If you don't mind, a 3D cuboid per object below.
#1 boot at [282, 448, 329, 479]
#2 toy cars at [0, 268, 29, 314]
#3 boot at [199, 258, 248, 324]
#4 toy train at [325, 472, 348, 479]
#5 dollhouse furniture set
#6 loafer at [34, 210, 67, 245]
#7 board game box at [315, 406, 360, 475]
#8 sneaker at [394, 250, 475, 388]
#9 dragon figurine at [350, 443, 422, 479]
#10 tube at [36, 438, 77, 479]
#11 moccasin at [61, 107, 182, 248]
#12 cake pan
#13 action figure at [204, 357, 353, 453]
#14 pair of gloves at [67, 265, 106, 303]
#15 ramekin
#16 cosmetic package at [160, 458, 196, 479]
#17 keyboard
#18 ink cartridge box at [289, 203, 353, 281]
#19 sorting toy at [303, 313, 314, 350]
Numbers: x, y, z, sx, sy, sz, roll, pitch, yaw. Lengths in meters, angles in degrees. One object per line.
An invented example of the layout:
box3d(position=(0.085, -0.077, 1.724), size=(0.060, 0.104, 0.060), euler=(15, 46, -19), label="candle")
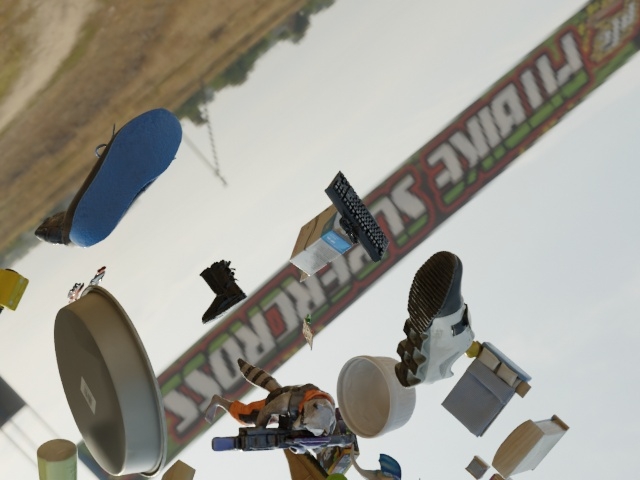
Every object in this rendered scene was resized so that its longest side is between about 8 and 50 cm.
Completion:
box3d(position=(-0.105, 0.663, 2.441), size=(0.269, 0.089, 0.236), euler=(-48, -141, -1), label="boot")
box3d(position=(-0.785, 0.022, 2.108), size=(0.176, 0.087, 0.394), euler=(-34, -124, -7), label="toy cars")
box3d(position=(-0.217, 0.105, 1.974), size=(0.121, 0.099, 0.045), euler=(-35, 172, 13), label="boot")
box3d(position=(0.035, 0.512, 1.903), size=(0.248, 0.105, 0.143), euler=(-33, 143, -32), label="toy train")
box3d(position=(0.362, 0.419, 2.206), size=(0.286, 0.303, 0.198), euler=(-54, 151, 13), label="dollhouse furniture set")
box3d(position=(-0.670, -0.041, 2.449), size=(0.223, 0.078, 0.076), euler=(-88, -172, -77), label="loafer")
box3d(position=(0.040, 0.544, 2.511), size=(0.141, 0.048, 0.170), euler=(-103, -149, -42), label="board game box")
box3d(position=(0.262, 0.160, 2.000), size=(0.122, 0.146, 0.331), euler=(-120, -145, -49), label="sneaker")
box3d(position=(0.153, 0.569, 2.277), size=(0.085, 0.289, 0.144), euler=(-48, -166, 10), label="dragon figurine")
box3d(position=(-0.407, 0.425, 1.491), size=(0.062, 0.240, 0.070), euler=(18, -152, 28), label="tube")
box3d(position=(-0.399, -0.127, 1.841), size=(0.117, 0.138, 0.342), euler=(-18, -151, 51), label="moccasin")
box3d(position=(-0.312, 0.211, 1.381), size=(0.054, 0.293, 0.293), euler=(-18, 179, -31), label="cake pan")
box3d(position=(-0.107, 0.354, 2.019), size=(0.341, 0.179, 0.330), euler=(7, 176, -41), label="action figure")
box3d(position=(-0.430, 0.081, 1.752), size=(0.083, 0.010, 0.074), euler=(-37, 171, -33), label="pair of gloves")
box3d(position=(0.146, 0.385, 2.390), size=(0.109, 0.207, 0.207), euler=(-2, 165, -39), label="ramekin")
box3d(position=(-0.262, 0.447, 1.676), size=(0.060, 0.041, 0.115), euler=(-47, -166, 25), label="cosmetic package")
box3d(position=(0.071, -0.041, 1.845), size=(0.023, 0.180, 0.108), euler=(-23, -159, 37), label="keyboard")
box3d(position=(0.000, 0.000, 1.967), size=(0.180, 0.060, 0.104), euler=(-36, -155, 41), label="ink cartridge box")
box3d(position=(-0.025, 0.205, 2.182), size=(0.012, 0.062, 0.083), euler=(-12, 142, -14), label="sorting toy")
